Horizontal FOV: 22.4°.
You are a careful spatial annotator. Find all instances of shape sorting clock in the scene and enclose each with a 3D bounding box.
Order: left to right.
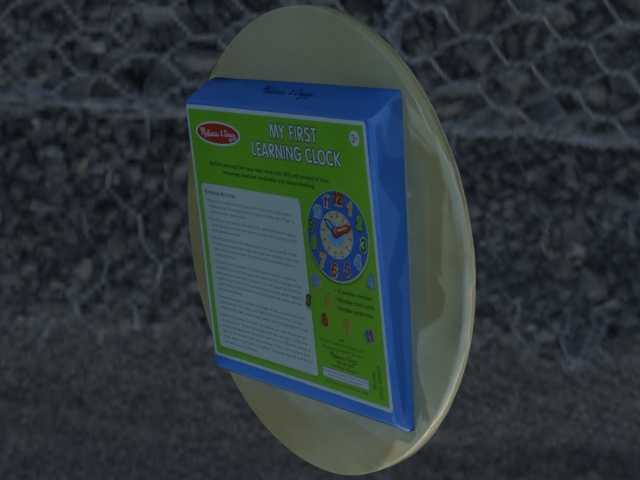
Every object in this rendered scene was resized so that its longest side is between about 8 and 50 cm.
[{"bbox_3d":[0.000,0.000,0.709,0.040,0.206,0.206,-14,130,-33],"label":"shape sorting clock"}]
